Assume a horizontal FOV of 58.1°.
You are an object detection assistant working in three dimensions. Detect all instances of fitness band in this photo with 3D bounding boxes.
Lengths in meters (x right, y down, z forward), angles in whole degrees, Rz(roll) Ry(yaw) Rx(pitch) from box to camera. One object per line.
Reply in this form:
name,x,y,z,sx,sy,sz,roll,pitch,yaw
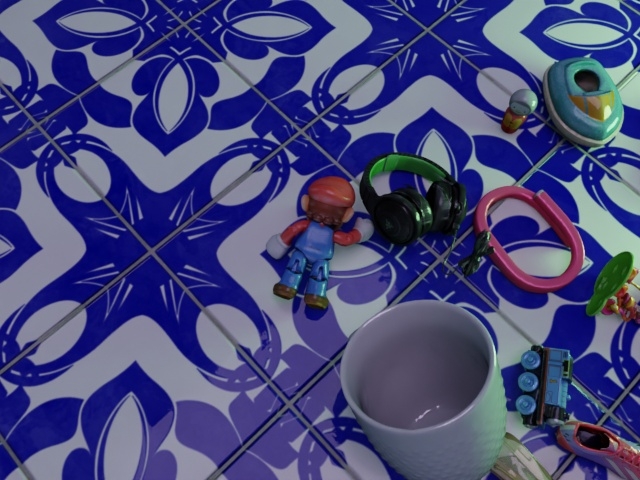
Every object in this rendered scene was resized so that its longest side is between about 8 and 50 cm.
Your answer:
fitness band,0.504,-0.009,1.403,0.209,0.054,0.291,-29,70,-11

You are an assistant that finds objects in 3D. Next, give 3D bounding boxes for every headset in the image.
headset,0.251,-0.083,1.338,0.243,0.185,0.394,-11,53,-23

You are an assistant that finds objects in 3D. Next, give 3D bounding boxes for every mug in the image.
mug,0.187,0.303,1.137,0.276,0.328,0.374,-40,41,-17

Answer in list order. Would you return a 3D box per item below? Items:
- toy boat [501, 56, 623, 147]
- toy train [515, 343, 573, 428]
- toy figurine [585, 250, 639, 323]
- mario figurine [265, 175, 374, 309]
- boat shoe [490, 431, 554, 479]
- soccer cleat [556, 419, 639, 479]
toy boat,0.629,-0.356,1.493,0.318,0.148,0.267,-13,69,-6
toy train,0.485,0.316,1.244,0.105,0.080,0.184,2,65,29
toy figurine,0.728,0.138,1.326,0.159,0.130,0.173,30,93,1
mario figurine,0.000,0.000,1.382,0.198,0.170,0.320,28,75,-35
boat shoe,0.451,0.536,1.159,0.098,0.109,0.302,-38,67,-9
soccer cleat,0.620,0.440,1.200,0.248,0.095,0.083,20,69,8
